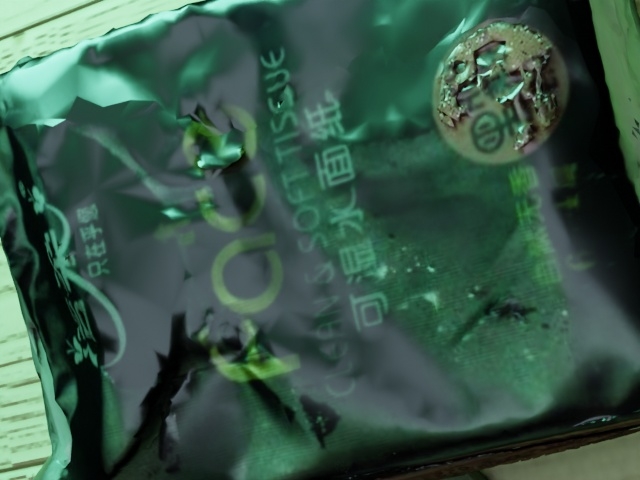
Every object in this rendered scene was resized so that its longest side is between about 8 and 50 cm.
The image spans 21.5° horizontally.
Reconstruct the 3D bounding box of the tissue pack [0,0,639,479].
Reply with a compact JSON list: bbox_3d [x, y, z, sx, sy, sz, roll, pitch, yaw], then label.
[{"bbox_3d":[0.000,0.000,0.789,0.332,0.123,0.245,-15,78,25],"label":"tissue pack"}]

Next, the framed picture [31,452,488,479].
[{"bbox_3d":[-0.015,0.157,0.872,0.289,0.016,0.213,47,113,24],"label":"framed picture"}]
